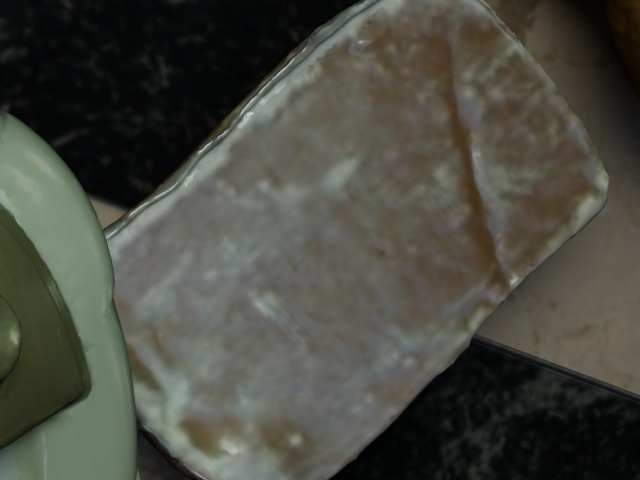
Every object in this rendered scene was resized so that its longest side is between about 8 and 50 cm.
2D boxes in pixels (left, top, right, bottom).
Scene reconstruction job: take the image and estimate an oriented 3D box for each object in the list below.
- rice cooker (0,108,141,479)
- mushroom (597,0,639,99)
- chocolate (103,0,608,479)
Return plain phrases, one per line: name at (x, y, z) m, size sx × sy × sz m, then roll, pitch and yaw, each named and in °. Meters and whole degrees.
rice cooker at (-0.246, 0.059, 0.626) m, size 0.335 × 0.325 × 0.335 m, roll -8°, pitch 106°, yaw -28°
mushroom at (0.217, -0.189, 0.920) m, size 0.345 × 0.259 × 0.345 m, roll -15°, pitch 108°, yaw -55°
chocolate at (-0.002, -0.001, 0.894) m, size 0.254 × 0.080 × 0.157 m, roll -43°, pitch 104°, yaw -15°
